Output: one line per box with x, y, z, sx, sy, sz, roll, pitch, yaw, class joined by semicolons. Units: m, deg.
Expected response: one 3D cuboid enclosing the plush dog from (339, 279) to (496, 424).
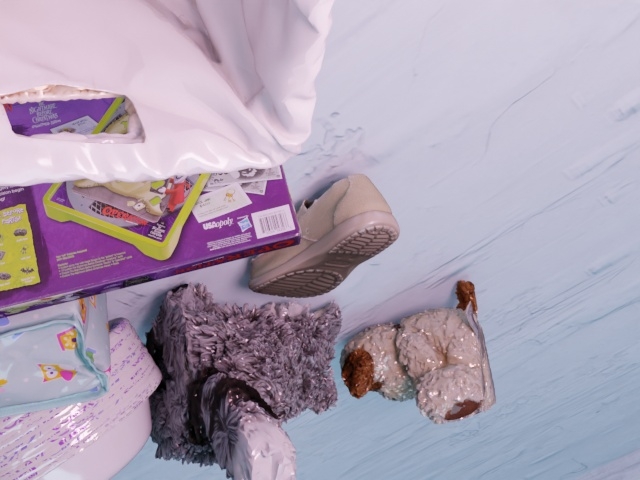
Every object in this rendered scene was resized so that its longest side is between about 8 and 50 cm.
0.138;0.178;1.364;0.225;0.211;0.262;-9;170;15;plush dog

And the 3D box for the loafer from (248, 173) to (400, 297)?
0.000;0.000;1.114;0.101;0.092;0.268;14;151;-36;loafer

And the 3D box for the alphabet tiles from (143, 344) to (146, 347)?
-0.392;0.240;1.333;0.342;0.011;0.285;-36;142;25;alphabet tiles

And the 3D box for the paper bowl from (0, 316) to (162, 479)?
-0.322;0.227;1.074;0.284;0.148;0.284;-29;-171;5;paper bowl

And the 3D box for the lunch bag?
-0.363;0.069;0.920;0.262;0.223;0.160;-14;140;-3;lunch bag

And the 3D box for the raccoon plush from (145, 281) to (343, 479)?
-0.043;0.216;1.142;0.299;0.446;0.216;5;113;-28;raccoon plush

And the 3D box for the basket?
-0.171;-0.230;0.553;0.328;0.267;0.331;-6;143;-17;basket

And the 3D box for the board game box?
-0.210;-0.055;0.832;0.346;0.208;0.056;-13;170;-6;board game box
